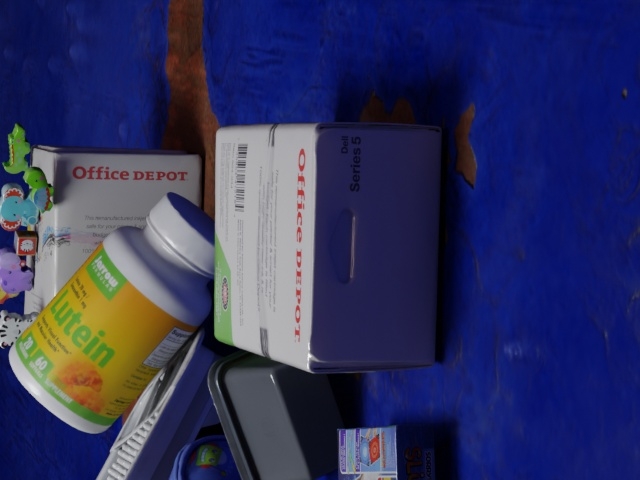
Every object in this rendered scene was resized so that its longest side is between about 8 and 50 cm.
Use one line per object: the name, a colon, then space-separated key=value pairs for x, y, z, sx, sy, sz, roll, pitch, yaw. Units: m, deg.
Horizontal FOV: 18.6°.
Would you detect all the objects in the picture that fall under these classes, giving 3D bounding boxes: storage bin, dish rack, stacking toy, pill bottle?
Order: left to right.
stacking toy: x=-0.346 y=-0.004 z=2.202 sx=0.167 sy=0.052 sz=0.221 roll=-132 pitch=46 yaw=-62
pill bottle: x=-0.202 y=0.072 z=2.060 sx=0.246 sy=0.136 sz=0.136 roll=-48 pitch=32 yaw=9
dish rack: x=-0.201 y=0.272 z=2.095 sx=0.333 sy=0.072 sz=0.285 roll=-62 pitch=8 yaw=-27
storage bin: x=-0.023 y=0.157 z=1.751 sx=0.091 sy=0.098 sz=0.135 roll=-12 pitch=98 yaw=56

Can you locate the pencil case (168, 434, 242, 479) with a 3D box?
pencil case: x=-0.110 y=0.335 z=1.951 sx=0.119 sy=0.133 sz=0.306 roll=-46 pitch=-21 yaw=-50

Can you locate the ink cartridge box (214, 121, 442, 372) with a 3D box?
ink cartridge box: x=0.000 y=0.000 z=1.654 sx=0.273 sy=0.114 sz=0.198 roll=-171 pitch=82 yaw=-70

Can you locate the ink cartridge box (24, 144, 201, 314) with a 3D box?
ink cartridge box: x=-0.240 y=0.009 z=2.236 sx=0.168 sy=0.171 sz=0.233 roll=-165 pitch=77 yaw=-70

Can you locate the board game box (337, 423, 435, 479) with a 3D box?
board game box: x=0.054 y=0.250 z=1.576 sx=0.136 sy=0.035 sz=0.201 roll=163 pitch=107 yaw=-69
